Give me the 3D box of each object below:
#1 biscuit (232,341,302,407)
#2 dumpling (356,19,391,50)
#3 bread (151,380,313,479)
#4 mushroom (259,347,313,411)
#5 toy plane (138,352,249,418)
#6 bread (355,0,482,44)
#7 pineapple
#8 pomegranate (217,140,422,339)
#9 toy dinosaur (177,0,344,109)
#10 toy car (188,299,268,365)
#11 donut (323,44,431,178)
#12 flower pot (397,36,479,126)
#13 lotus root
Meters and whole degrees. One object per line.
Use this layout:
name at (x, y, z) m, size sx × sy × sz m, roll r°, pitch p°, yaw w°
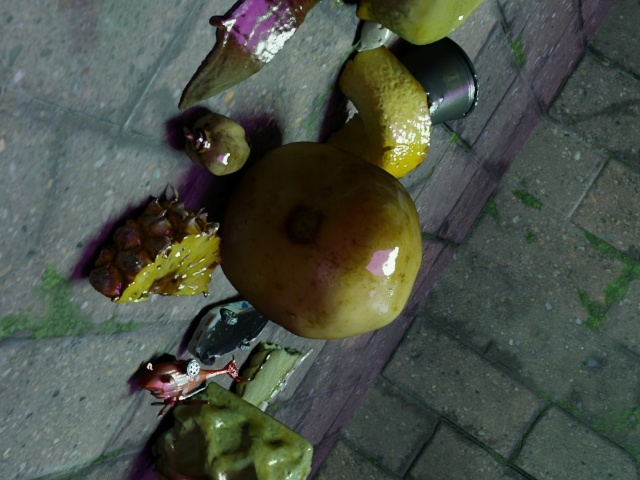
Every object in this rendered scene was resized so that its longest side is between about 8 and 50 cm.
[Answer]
biscuit at (-0.123, 0.287, 2.175) m, size 0.187 × 0.036 × 0.273 m, roll -56°, pitch 166°, yaw -3°
dumpling at (0.084, -0.311, 1.576) m, size 0.059 × 0.043 × 0.077 m, roll -74°, pitch -179°, yaw -52°
bread at (-0.149, 0.389, 1.888) m, size 0.196 × 0.252 × 0.239 m, roll -51°, pitch 162°, yaw -26°
mushroom at (-0.113, 0.354, 2.357) m, size 0.306 × 0.043 × 0.068 m, roll -56°, pitch -177°, yaw -8°
toy plane at (-0.187, 0.208, 1.635) m, size 0.194 × 0.126 × 0.077 m, roll -4°, pitch 98°, yaw -27°
bread at (0.154, -0.389, 1.429) m, size 0.270 × 0.148 × 0.270 m, roll -47°, pitch 164°, yaw -18°
pineapple at (-0.181, 0.006, 1.318) m, size 0.135 × 0.079 × 0.233 m, roll -62°, pitch 165°, yaw 10°
pomegranate at (0.002, 0.002, 1.482) m, size 0.307 × 0.307 × 0.307 m, roll -51°, pitch 164°, yaw -20°
toy dinosaur at (-0.046, -0.277, 0.994) m, size 0.206 × 0.113 × 0.327 m, roll -16°, pitch 119°, yaw -47°
toy car at (-0.144, 0.140, 1.756) m, size 0.095 × 0.056 × 0.205 m, roll -62°, pitch 162°, yaw 19°
donut at (0.091, -0.170, 1.675) m, size 0.101 × 0.152 × 0.259 m, roll -34°, pitch 152°, yaw -39°
flower pot at (0.169, -0.252, 1.786) m, size 0.106 × 0.157 × 0.157 m, roll -31°, pitch 154°, yaw -30°
lotus root at (-0.124, -0.113, 1.279) m, size 0.152 × 0.063 × 0.072 m, roll 7°, pitch 77°, yaw -70°
